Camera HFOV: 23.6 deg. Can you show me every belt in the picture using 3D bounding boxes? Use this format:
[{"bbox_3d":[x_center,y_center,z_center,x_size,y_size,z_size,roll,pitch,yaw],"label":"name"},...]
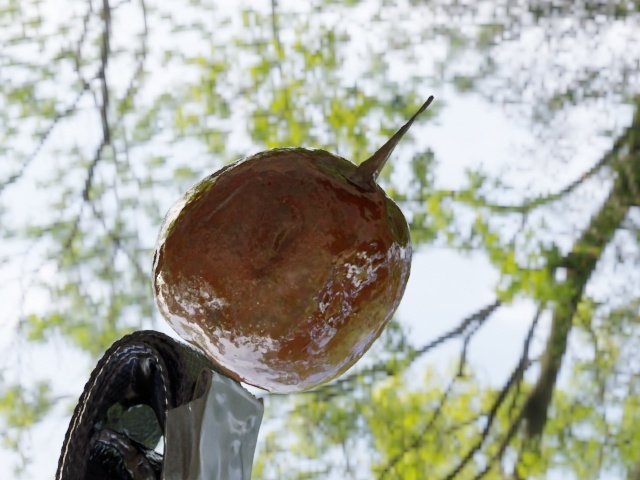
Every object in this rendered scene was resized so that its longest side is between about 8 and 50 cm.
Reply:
[{"bbox_3d":[-0.120,0.194,1.192,0.139,0.126,0.230,-8,-117,29],"label":"belt"}]

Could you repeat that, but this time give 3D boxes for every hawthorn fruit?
[{"bbox_3d":[-0.016,0.008,0.890,0.149,0.189,0.149,18,-130,-22],"label":"hawthorn fruit"}]
